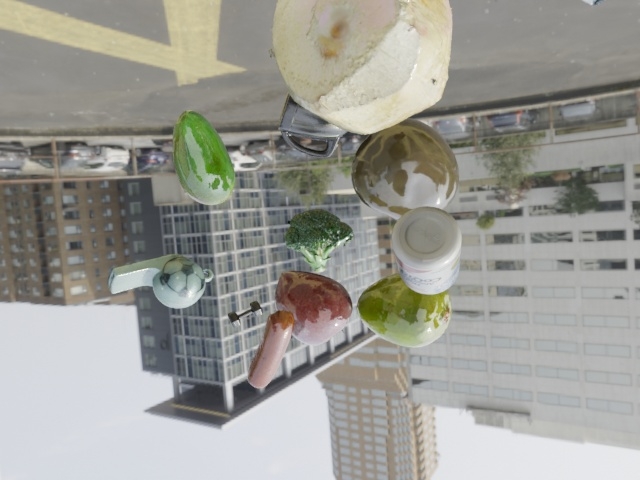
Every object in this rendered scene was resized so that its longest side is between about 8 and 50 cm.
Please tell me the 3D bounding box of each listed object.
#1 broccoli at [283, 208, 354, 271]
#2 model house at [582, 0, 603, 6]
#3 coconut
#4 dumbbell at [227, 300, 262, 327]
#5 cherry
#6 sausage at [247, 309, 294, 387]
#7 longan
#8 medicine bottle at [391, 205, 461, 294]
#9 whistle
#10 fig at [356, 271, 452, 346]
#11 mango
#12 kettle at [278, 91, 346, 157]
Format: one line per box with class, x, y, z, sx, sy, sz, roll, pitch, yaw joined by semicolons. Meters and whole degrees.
broccoli;0.000;0.000;1.995;0.269;0.269;0.254;-2;-154;34
model house;0.862;-0.925;1.576;0.230;0.280;0.249;10;-174;22
coconut;0.117;-0.438;1.144;0.405;0.404;0.404;-4;-177;0
dumbbell;-0.184;0.179;1.208;0.083;0.040;0.036;-25;161;-14
cherry;-0.030;0.225;1.695;0.261;0.307;0.221;-46;-178;43
sausage;-0.156;0.348;1.567;0.089;0.300;0.083;16;-154;-14
longan;0.280;-0.221;1.640;0.361;0.360;0.361;-4;-177;0
medicine bottle;0.267;0.042;1.233;0.157;0.157;0.288;-3;157;13
whistle;-0.442;0.129;1.432;0.290;0.163;0.163;-15;-171;-38
fig;0.273;0.226;1.657;0.326;0.258;0.258;-4;-177;41
mango;-0.433;-0.294;1.813;0.201;0.381;0.225;5;-137;20
kettle;-0.013;-0.464;1.905;0.271;0.250;0.207;14;178;-11
